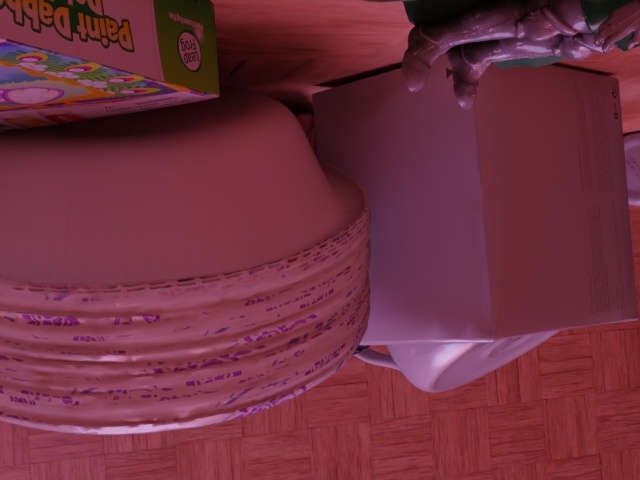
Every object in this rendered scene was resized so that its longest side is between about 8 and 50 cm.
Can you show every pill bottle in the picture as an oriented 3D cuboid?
[{"bbox_3d":[0.423,-0.086,1.186,0.087,0.087,0.160,-6,177,42],"label":"pill bottle"}]

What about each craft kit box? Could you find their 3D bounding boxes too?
[{"bbox_3d":[-0.211,-0.085,0.414,0.249,0.061,0.246,-5,175,25],"label":"craft kit box"}]

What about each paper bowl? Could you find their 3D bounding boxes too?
[{"bbox_3d":[-0.110,-0.012,0.609,0.284,0.148,0.284,-2,-159,1],"label":"paper bowl"}]

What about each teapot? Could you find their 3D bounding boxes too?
[{"bbox_3d":[0.150,0.025,0.986,0.256,0.187,0.252,-26,159,-14],"label":"teapot"}]

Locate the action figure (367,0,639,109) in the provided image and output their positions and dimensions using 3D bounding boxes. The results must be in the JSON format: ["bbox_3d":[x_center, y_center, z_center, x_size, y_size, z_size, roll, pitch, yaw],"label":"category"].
[{"bbox_3d":[0.147,-0.108,0.425,0.232,0.064,0.137,-10,171,40],"label":"action figure"}]

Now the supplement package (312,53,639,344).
[{"bbox_3d":[0.121,-0.025,0.734,0.149,0.194,0.203,-7,176,45],"label":"supplement package"}]

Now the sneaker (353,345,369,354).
[{"bbox_3d":[0.023,0.010,0.929,0.107,0.124,0.283,14,142,-11],"label":"sneaker"}]

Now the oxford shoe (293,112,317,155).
[{"bbox_3d":[-0.094,-0.037,0.912,0.146,0.141,0.397,13,167,-10],"label":"oxford shoe"}]

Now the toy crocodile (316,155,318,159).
[{"bbox_3d":[0.000,0.000,1.086,0.105,0.115,0.340,18,142,-13],"label":"toy crocodile"}]
